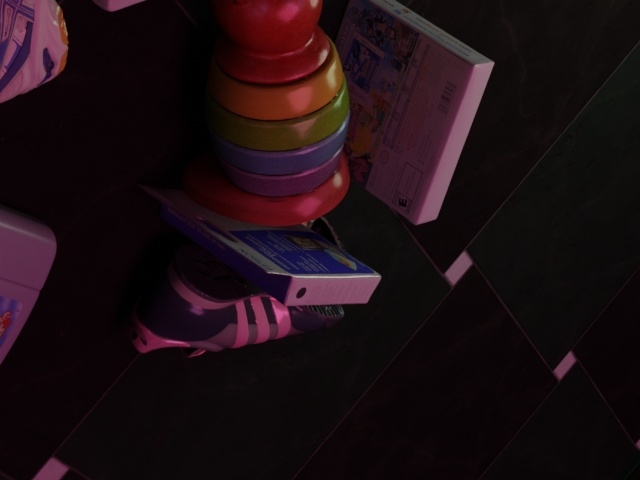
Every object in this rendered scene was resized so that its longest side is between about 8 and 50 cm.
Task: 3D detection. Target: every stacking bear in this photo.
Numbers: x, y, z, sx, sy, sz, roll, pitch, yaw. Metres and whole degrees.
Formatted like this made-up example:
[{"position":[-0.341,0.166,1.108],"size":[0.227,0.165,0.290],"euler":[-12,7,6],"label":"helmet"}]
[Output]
[{"position":[-0.051,-0.172,1.994],"size":[0.175,0.164,0.289],"euler":[-33,139,-30],"label":"stacking bear"}]

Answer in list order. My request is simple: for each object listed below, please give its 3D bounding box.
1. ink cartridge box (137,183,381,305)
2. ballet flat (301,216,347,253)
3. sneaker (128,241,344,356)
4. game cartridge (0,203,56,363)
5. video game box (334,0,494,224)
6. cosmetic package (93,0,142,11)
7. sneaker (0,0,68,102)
[{"position":[-0.072,0.006,2.086],"size":[0.208,0.206,0.045],"euler":[5,114,-53],"label":"ink cartridge box"},{"position":[0.000,0.000,2.324],"size":[0.057,0.049,0.173],"euler":[-52,149,-3],"label":"ballet flat"},{"position":[-0.101,0.079,2.241],"size":[0.131,0.112,0.319],"euler":[-46,150,22],"label":"sneaker"},{"position":[-0.389,0.093,1.903],"size":[0.297,0.062,0.198],"euler":[-57,145,6],"label":"game cartridge"},{"position":[0.083,-0.151,2.151],"size":[0.048,0.187,0.205],"euler":[-17,135,-49],"label":"video game box"},{"position":[-0.156,-0.320,1.699],"size":[0.183,0.151,0.151],"euler":[-24,139,-37],"label":"cosmetic package"},{"position":[-0.294,-0.226,1.652],"size":[0.131,0.112,0.296],"euler":[-33,143,-29],"label":"sneaker"}]
